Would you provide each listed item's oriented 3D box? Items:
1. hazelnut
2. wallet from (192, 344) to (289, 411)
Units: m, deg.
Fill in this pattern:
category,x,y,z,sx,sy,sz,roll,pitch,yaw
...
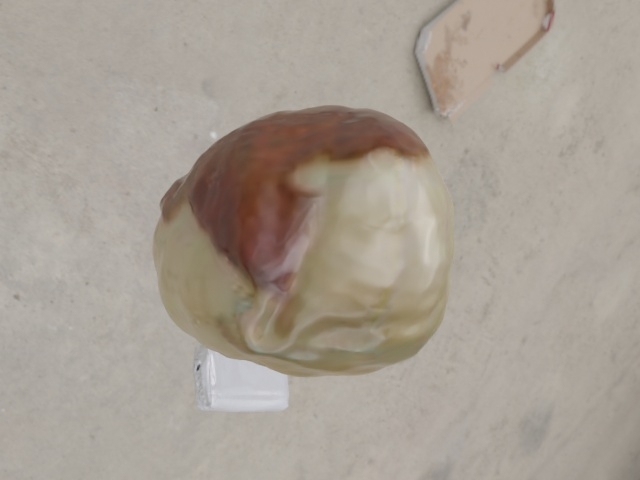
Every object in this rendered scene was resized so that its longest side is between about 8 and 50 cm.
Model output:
category,x,y,z,sx,sy,sz,roll,pitch,yaw
hazelnut,0.000,0.000,0.591,0.241,0.261,0.261,-85,157,-49
wallet,-0.105,0.187,0.938,0.190,0.033,0.095,22,56,-54
